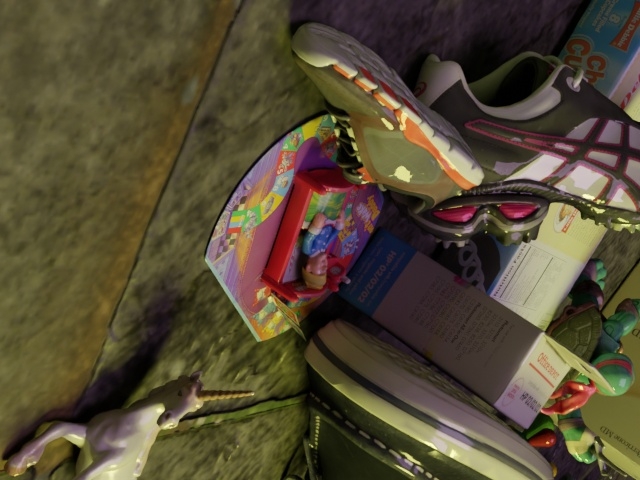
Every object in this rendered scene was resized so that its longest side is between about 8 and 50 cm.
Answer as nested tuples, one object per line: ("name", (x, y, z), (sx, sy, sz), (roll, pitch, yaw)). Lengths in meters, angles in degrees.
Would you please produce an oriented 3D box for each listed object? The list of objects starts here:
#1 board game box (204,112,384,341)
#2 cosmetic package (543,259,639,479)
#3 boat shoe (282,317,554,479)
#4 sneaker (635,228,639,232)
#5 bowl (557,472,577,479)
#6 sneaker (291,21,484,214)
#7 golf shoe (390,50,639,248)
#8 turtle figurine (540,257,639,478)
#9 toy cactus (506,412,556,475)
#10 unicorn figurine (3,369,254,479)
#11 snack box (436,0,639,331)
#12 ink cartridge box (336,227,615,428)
("board game box", (0.000, 0.000, 0.641), (0.133, 0.033, 0.169), (-47, 149, -15))
("cosmetic package", (0.430, 0.132, 1.261), (0.309, 0.160, 0.113), (-52, 149, -9))
("boat shoe", (0.069, 0.211, 0.797), (0.156, 0.187, 0.500), (-50, 156, -16))
("sneaker", (0.447, -0.080, 1.132), (0.283, 0.110, 0.122), (-19, 130, -46))
("bowl", (0.337, 0.496, 1.388), (0.311, 0.163, 0.311), (-56, 167, -20))
("sneaker", (0.030, -0.059, 0.579), (0.065, 0.061, 0.158), (-41, 128, 18))
("golf shoe", (0.180, -0.069, 0.699), (0.273, 0.105, 0.120), (-7, 110, -24))
("turtle figurine", (0.265, 0.105, 0.957), (0.118, 0.234, 0.175), (39, 103, -17))
("toy cactus", (0.187, 0.277, 1.128), (0.219, 0.112, 0.180), (-43, 139, -2))
("unicorn figurine", (-0.122, 0.132, 0.581), (0.111, 0.060, 0.162), (-24, 153, -43))
("snack box", (0.208, -0.048, 0.863), (0.322, 0.060, 0.187), (-60, 151, 7))
("ink cartridge box", (0.111, 0.073, 0.721), (0.061, 0.181, 0.104), (-55, 150, -2))
